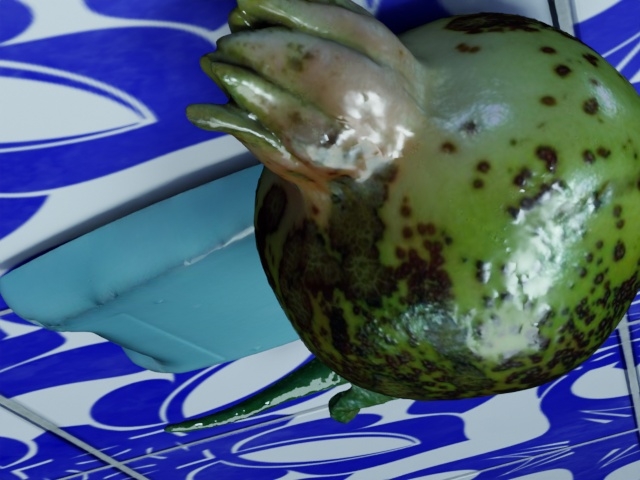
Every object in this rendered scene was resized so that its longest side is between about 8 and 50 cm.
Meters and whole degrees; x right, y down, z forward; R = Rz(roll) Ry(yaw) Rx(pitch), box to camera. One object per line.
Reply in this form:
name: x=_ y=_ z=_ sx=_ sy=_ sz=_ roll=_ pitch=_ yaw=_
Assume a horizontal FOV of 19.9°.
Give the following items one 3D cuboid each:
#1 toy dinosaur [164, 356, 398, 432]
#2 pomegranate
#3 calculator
toy dinosaur: x=0.113 y=0.042 z=1.309 sx=0.447 sy=0.087 sz=0.301 roll=-23 pitch=170 yaw=-19
pomegranate: x=0.049 y=-0.045 z=0.967 sx=0.222 sy=0.276 sz=0.204 roll=-41 pitch=-168 yaw=17
calculator: x=0.000 y=0.000 z=1.213 sx=0.386 sy=0.054 sz=0.256 roll=-23 pitch=159 yaw=14
